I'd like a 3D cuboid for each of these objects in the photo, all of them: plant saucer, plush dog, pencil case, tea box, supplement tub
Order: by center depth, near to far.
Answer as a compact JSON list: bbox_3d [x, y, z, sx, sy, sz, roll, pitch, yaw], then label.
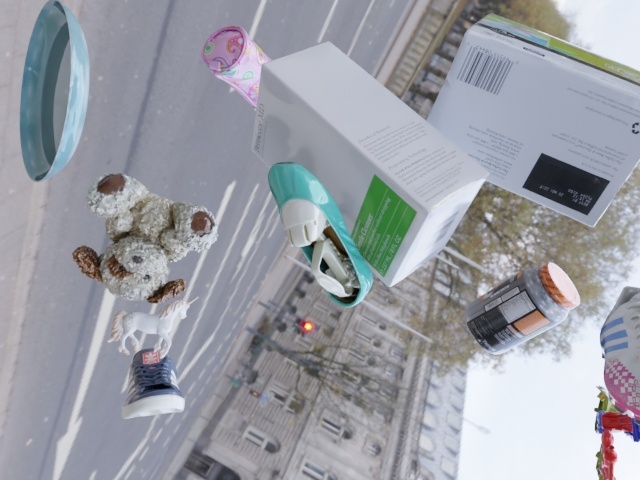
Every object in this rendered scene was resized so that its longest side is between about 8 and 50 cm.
[{"bbox_3d":[-0.474,-0.259,0.962,0.044,0.317,0.317,4,125,-41],"label":"plant saucer"},{"bbox_3d":[0.392,-0.237,0.981,0.323,0.329,0.219,-50,163,-56],"label":"tea box"},{"bbox_3d":[-0.372,0.013,1.119,0.211,0.263,0.225,-17,-129,68],"label":"plush dog"},{"bbox_3d":[-0.156,-0.381,1.276,0.124,0.124,0.284,-61,154,-1],"label":"pencil case"},{"bbox_3d":[0.635,0.214,1.715,0.316,0.193,0.193,-40,-170,34],"label":"supplement tub"}]

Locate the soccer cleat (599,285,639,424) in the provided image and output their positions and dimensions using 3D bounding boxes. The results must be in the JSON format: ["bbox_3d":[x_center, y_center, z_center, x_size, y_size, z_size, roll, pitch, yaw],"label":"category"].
[{"bbox_3d":[0.455,0.146,0.750,0.331,0.116,0.143,-25,123,-71],"label":"soccer cleat"}]

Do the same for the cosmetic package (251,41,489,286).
[{"bbox_3d":[0.061,-0.132,0.883,0.155,0.365,0.196,-32,154,-31],"label":"cosmetic package"}]

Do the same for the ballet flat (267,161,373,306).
[{"bbox_3d":[0.000,0.000,0.779,0.083,0.247,0.087,-21,-154,28],"label":"ballet flat"}]

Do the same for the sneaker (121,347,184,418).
[{"bbox_3d":[-0.383,0.317,1.227,0.350,0.131,0.148,148,-60,-65],"label":"sneaker"}]

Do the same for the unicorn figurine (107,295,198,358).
[{"bbox_3d":[-0.314,0.162,1.023,0.060,0.162,0.111,-160,-104,-68],"label":"unicorn figurine"}]

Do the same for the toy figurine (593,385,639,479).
[{"bbox_3d":[0.608,0.362,0.951,0.363,0.218,0.191,31,61,-62],"label":"toy figurine"}]
